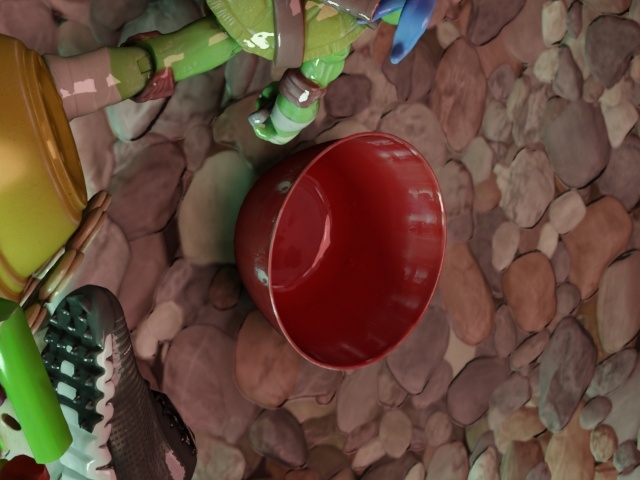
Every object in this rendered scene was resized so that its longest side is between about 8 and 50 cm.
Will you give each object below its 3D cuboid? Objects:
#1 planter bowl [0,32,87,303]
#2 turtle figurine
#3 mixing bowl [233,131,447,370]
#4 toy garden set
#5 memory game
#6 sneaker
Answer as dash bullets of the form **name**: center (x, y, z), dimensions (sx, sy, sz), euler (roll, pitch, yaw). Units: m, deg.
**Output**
- **planter bowl**: center (-0.193, -0.053, 0.858), dimensions (0.090, 0.217, 0.217), euler (-18, 117, -1)
- **turtle figurine**: center (-0.075, -0.167, 1.025), dimensions (0.266, 0.275, 0.198), euler (-10, 131, -20)
- **mixing bowl**: center (0.000, 0.000, 1.133), dimensions (0.181, 0.098, 0.181), euler (-12, 109, -40)
- **toy garden set**: center (-0.252, 0.092, 0.832), dimensions (0.049, 0.244, 0.204), euler (-54, 147, -38)
- **memory game**: center (-0.189, 0.044, 0.930), dimensions (0.012, 0.186, 0.186), euler (36, 75, -13)
- **sneaker**: center (-0.140, 0.133, 1.060), dimensions (0.106, 0.078, 0.234), euler (-20, 117, -40)
